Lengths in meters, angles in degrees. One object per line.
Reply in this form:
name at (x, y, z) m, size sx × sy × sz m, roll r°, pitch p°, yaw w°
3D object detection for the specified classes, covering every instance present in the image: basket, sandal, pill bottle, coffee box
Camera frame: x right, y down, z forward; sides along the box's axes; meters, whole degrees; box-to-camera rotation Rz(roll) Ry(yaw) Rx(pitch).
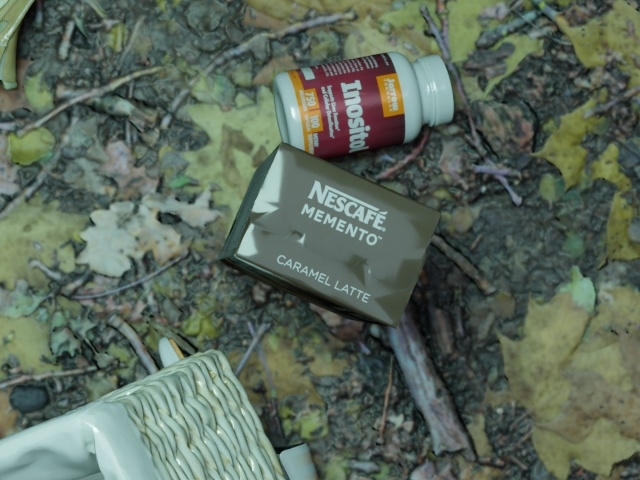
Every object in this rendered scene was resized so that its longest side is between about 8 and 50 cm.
basket at (-0.183, 0.294, 1.053) m, size 0.328 × 0.266 × 0.331 m, roll -25°, pitch 92°, yaw 18°
sandal at (-0.051, 0.187, 1.201) m, size 0.076 × 0.102 × 0.265 m, roll -31°, pitch 90°, yaw -5°
pill bottle at (0.038, -0.123, 1.230) m, size 0.152 × 0.086 × 0.086 m, roll -12°, pitch 90°, yaw -8°
coffee box at (0.000, 0.000, 1.140) m, size 0.141 × 0.246 × 0.098 m, roll 23°, pitch 86°, yaw -6°

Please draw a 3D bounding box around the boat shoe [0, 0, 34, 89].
boat shoe at (-0.296, -0.160, 1.206) m, size 0.072 × 0.068 × 0.190 m, roll 39°, pitch 94°, yaw -17°
